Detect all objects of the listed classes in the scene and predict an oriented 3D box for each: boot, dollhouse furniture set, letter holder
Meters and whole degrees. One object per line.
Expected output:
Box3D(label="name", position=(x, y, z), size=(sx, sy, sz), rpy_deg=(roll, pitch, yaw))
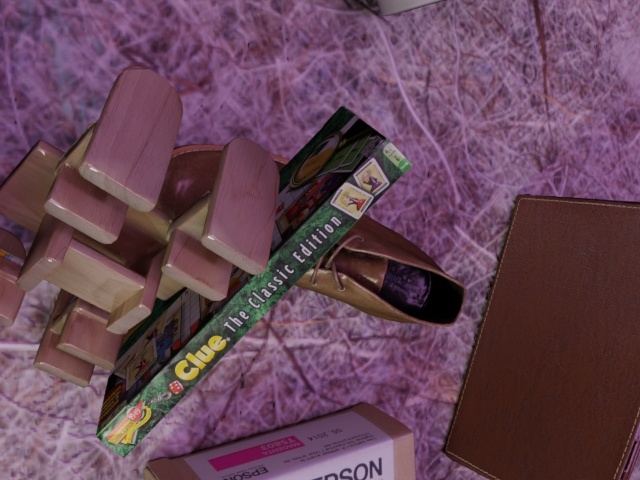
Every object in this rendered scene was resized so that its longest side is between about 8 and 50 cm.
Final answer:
Box3D(label="boot", position=(0.000, 0.000, 0.606), size=(0.305, 0.115, 0.112), rpy_deg=(23, 89, -27))
Box3D(label="dollhouse furniture set", position=(-0.177, -0.049, 0.459), size=(0.242, 0.212, 0.161), rpy_deg=(34, 42, -29))
Box3D(label="letter holder", position=(0.288, 0.121, 0.725), size=(0.152, 0.214, 0.302), rpy_deg=(19, 86, -30))

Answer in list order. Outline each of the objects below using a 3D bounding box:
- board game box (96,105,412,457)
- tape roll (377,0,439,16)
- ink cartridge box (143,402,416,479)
Box3D(label="board game box", position=(-0.054, 0.018, 0.490), size=(0.030, 0.136, 0.260), rpy_deg=(42, 97, -18))
Box3D(label="tape roll", position=(0.146, -0.301, 0.580), size=(0.246, 0.246, 0.169), rpy_deg=(-25, 108, -25))
Box3D(label="ink cartridge box", position=(-0.027, 0.275, 0.637), size=(0.234, 0.088, 0.193), rpy_deg=(-8, 101, -28))
